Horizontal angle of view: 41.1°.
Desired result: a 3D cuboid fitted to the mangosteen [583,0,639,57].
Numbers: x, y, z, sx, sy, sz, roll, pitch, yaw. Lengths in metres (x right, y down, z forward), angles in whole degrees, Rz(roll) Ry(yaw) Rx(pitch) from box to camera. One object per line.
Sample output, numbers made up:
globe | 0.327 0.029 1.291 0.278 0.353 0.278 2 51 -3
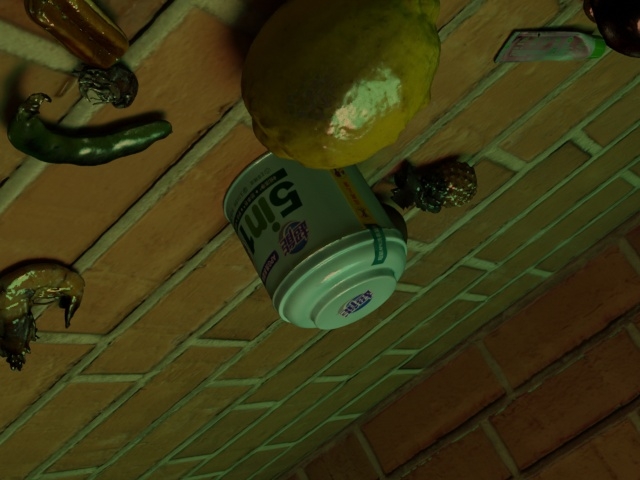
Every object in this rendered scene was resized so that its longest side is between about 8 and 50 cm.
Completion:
mangosteen | 0.606 -0.459 1.628 0.228 0.228 0.265 -22 -165 -18

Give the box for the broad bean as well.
broad bean | -0.355 -0.156 1.275 0.144 0.049 0.292 -28 164 25

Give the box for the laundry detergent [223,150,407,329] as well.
laundry detergent | 0.000 0.000 1.674 0.287 0.305 0.287 -24 154 -12

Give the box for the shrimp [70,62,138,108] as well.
shrimp | -0.307 -0.221 1.203 0.065 0.056 0.165 -55 162 16

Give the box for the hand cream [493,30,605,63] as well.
hand cream | 0.480 -0.400 1.773 0.275 0.050 0.079 -7 122 -31

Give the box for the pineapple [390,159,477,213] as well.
pineapple | 0.253 -0.122 1.959 0.237 0.119 0.111 -13 141 -42

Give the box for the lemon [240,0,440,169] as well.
lemon | 0.033 -0.259 1.285 0.316 0.285 0.285 -50 158 -12

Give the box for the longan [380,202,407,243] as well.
longan | 0.120 -0.009 1.974 0.189 0.189 0.189 -25 155 -12

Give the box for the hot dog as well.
hot dog | -0.313 -0.281 1.095 0.072 0.055 0.188 -36 155 5

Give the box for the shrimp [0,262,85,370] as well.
shrimp | -0.537 0.133 1.630 0.178 0.075 0.289 -18 140 -31
